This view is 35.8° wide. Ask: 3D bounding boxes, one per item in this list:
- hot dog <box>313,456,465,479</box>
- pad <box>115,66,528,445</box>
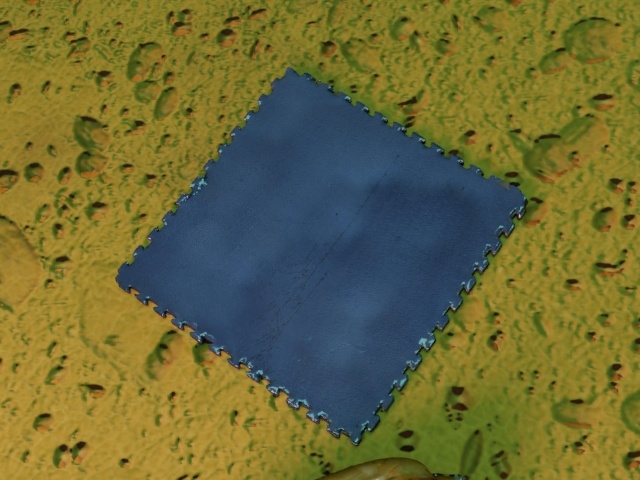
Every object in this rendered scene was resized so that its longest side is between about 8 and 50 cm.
[{"bbox_3d":[-0.007,0.228,0.719,0.249,0.076,0.102,-20,90,-4],"label":"hot dog"},{"bbox_3d":[0.000,0.000,0.853,0.269,0.012,0.269,33,74,19],"label":"pad"}]
